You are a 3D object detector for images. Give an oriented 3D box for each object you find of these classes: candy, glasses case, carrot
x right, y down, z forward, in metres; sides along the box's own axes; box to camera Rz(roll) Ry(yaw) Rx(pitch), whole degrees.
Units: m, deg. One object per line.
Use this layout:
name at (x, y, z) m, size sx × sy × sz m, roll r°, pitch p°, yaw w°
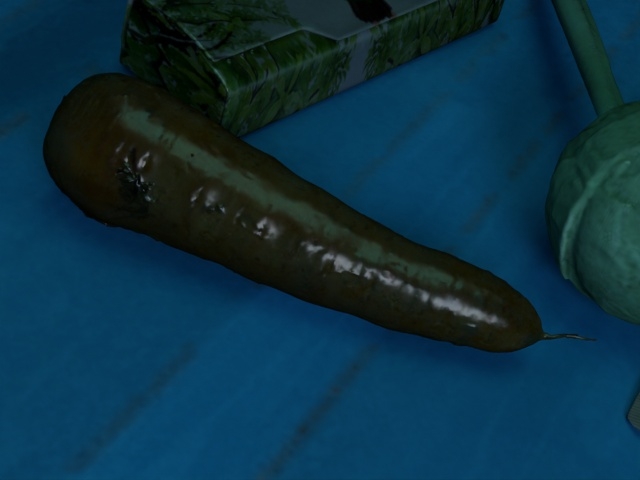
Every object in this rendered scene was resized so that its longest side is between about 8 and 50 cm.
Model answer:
candy at (0.172, -0.113, 0.764) m, size 0.119 × 0.119 × 0.440 m, roll 8°, pitch 38°, yaw -10°
glasses case at (0.008, -0.151, 0.769) m, size 0.095 × 0.062 × 0.272 m, roll 40°, pitch 48°, yaw 23°
carrot at (0.000, 0.000, 0.608) m, size 0.298 × 0.078 × 0.078 m, roll 24°, pitch 43°, yaw 2°

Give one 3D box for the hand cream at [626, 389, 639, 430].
hand cream at (0.273, 0.118, 0.594) m, size 0.234 × 0.050 × 0.080 m, roll 26°, pitch 47°, yaw 18°
